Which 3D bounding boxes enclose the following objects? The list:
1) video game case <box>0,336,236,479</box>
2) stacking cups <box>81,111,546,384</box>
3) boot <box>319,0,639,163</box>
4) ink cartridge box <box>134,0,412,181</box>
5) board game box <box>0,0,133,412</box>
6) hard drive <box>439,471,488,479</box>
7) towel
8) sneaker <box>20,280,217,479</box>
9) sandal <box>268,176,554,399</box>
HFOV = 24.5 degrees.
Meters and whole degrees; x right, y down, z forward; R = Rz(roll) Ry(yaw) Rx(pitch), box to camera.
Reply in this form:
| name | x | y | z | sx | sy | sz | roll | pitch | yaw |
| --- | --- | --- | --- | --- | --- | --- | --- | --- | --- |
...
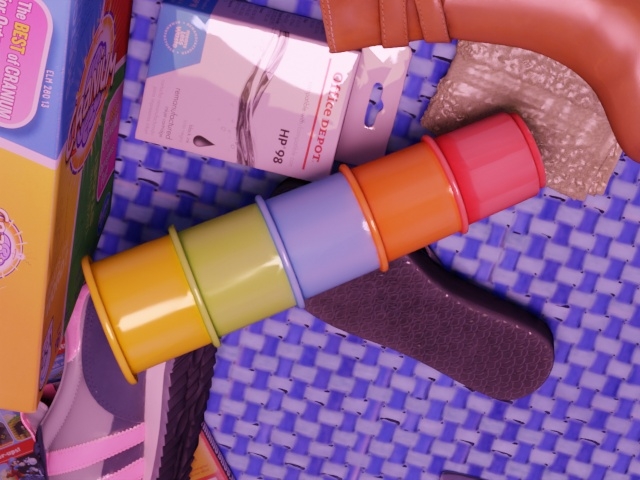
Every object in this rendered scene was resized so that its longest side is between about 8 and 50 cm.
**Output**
| name | x | y | z | sx | sy | sz | roll | pitch | yaw |
| --- | --- | --- | --- | --- | --- | --- | --- | --- | --- |
| video game case | -0.181 | 0.195 | 1.201 | 0.204 | 0.025 | 0.285 | -21 | 109 | 12 |
| stacking cups | 0.000 | 0.000 | 1.014 | 0.316 | 0.096 | 0.096 | -21 | 109 | -7 |
| boot | 0.111 | -0.157 | 0.977 | 0.220 | 0.109 | 0.283 | -18 | 99 | 2 |
| ink cartridge box | -0.032 | -0.107 | 1.053 | 0.180 | 0.060 | 0.104 | 13 | 111 | -1 |
| board game box | -0.175 | -0.087 | 0.940 | 0.064 | 0.242 | 0.316 | 11 | 126 | -2 |
| hard drive | 0.165 | 0.377 | 1.236 | 0.233 | 0.047 | 0.353 | 15 | 112 | -1 |
| towel | 0.156 | -0.098 | 1.062 | 0.148 | 0.027 | 0.110 | 21 | 112 | -5 |
| sneaker | -0.173 | 0.173 | 1.134 | 0.131 | 0.112 | 0.319 | 19 | 107 | 13 |
| sandal | 0.061 | 0.037 | 1.113 | 0.254 | 0.054 | 0.097 | 34 | 119 | -14 |
